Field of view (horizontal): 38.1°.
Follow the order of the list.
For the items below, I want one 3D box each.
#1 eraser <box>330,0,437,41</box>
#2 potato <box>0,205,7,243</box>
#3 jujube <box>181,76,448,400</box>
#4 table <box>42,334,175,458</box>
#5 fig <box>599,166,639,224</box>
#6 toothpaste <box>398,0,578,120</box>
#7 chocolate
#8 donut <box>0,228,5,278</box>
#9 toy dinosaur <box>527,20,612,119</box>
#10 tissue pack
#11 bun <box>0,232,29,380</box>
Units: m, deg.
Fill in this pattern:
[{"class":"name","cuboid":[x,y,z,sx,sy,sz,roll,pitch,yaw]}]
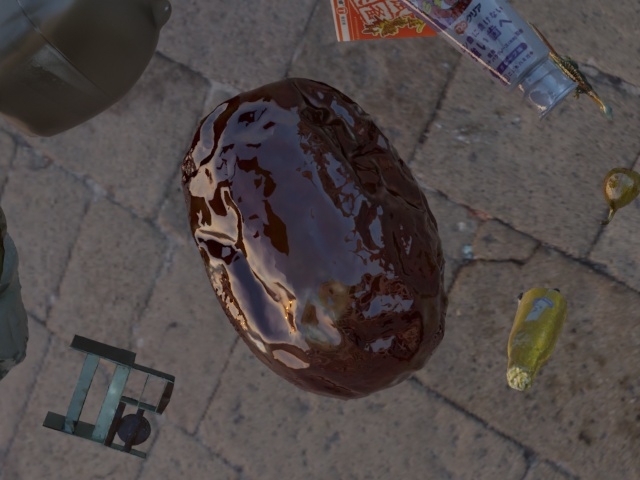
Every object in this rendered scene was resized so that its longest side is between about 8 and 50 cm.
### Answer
[{"class":"eraser","cuboid":[0.132,-0.399,1.533,0.230,0.157,0.038,-3,61,7]},{"class":"potato","cuboid":[-0.427,0.011,0.907,0.160,0.235,0.178,-129,30,-54]},{"class":"jujube","cuboid":[0.000,0.001,1.087,0.276,0.276,0.377,-31,88,25]},{"class":"table","cuboid":[-0.336,0.251,1.487,0.175,0.062,0.146,20,103,-10]},{"class":"fig","cuboid":[0.396,-0.058,1.239,0.050,0.050,0.083,28,110,26]},{"class":"toothpaste","cuboid":[0.196,-0.279,1.172,0.299,0.073,0.114,46,121,7]},{"class":"chocolate","cuboid":[0.325,0.152,1.409,0.086,0.219,0.085,10,119,17]},{"class":"donut","cuboid":[-0.330,0.026,0.548,0.272,0.107,0.272,-2,106,-6]},{"class":"toy dinosaur","cuboid":[0.399,-0.268,1.479,0.044,0.106,0.187,-34,116,7]},{"class":"tissue pack","cuboid":[-0.397,-0.361,1.285,0.277,0.267,0.387,-36,62,8]},{"class":"bun","cuboid":[-0.545,0.107,1.197,0.194,0.354,0.354,34,106,44]}]
